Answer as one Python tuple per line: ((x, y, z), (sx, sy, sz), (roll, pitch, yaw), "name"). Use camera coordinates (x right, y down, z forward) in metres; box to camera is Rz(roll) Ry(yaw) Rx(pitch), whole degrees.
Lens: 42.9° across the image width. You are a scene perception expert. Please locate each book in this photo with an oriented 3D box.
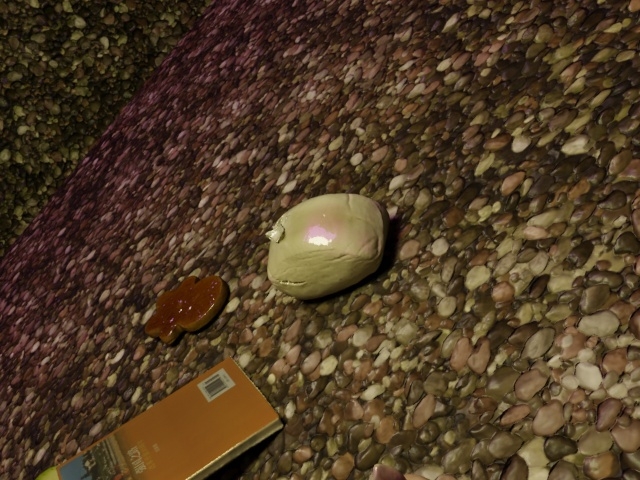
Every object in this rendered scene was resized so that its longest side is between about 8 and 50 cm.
((-0.268, 0.355, 1.402), (0.373, 0.028, 0.262), (-32, 28, -13), "book")

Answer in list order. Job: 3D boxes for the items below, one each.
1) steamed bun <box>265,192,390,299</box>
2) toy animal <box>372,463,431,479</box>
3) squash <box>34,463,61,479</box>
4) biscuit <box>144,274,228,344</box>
((0.000, 0.000, 1.468), (0.238, 0.152, 0.170), (-26, 37, 37), "steamed bun")
((0.068, 0.384, 0.930), (0.248, 0.165, 0.149), (-62, 13, 1), "toy animal")
((-0.556, 0.540, 1.622), (0.184, 0.085, 0.192), (-50, 28, -6), "squash")
((-0.290, 0.148, 1.784), (0.236, 0.039, 0.180), (-17, 39, 41), "biscuit")
